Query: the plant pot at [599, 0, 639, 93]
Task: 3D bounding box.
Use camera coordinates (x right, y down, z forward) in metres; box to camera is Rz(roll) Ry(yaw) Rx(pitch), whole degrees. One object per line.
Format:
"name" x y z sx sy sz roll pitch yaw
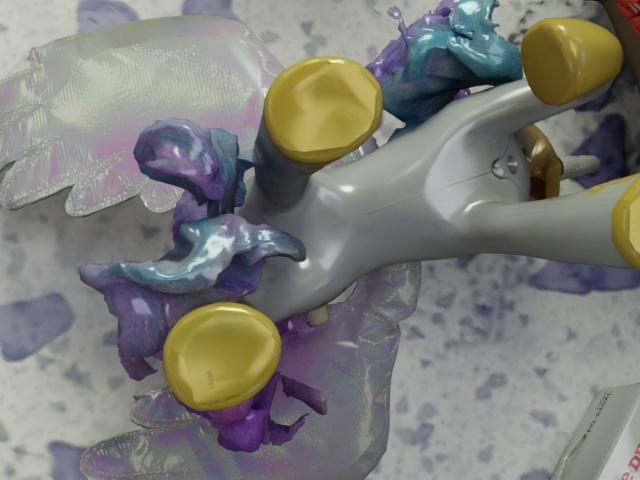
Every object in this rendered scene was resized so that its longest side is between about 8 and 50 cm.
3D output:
"plant pot" 0.285 -0.105 0.813 0.263 0.263 0.229 -11 99 -16

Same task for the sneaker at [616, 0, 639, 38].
"sneaker" 0.186 -0.084 0.657 0.270 0.090 0.145 23 112 -15

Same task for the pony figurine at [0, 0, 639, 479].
"pony figurine" 0.000 0.000 0.687 0.351 0.363 0.303 -17 90 0

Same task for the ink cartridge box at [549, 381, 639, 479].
"ink cartridge box" 0.213 0.167 0.813 0.150 0.063 0.109 33 73 -5
